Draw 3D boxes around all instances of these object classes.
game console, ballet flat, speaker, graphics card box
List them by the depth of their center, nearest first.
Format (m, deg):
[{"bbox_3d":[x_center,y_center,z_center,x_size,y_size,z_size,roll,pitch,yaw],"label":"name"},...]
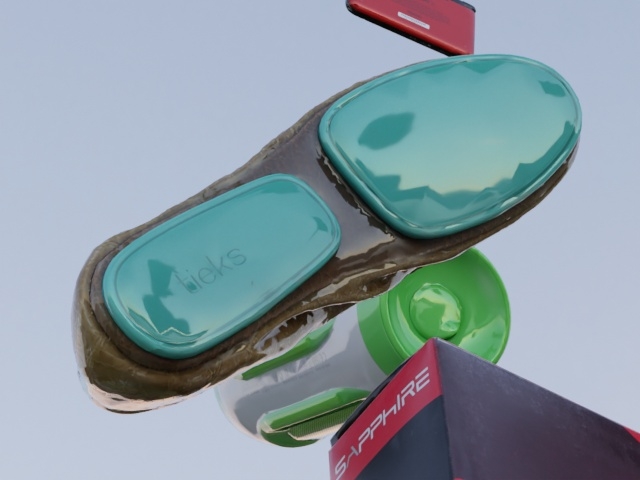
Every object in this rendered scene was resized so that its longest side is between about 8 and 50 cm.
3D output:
[{"bbox_3d":[0.125,0.223,0.623,0.233,0.371,0.094,27,-56,-21],"label":"graphics card box"},{"bbox_3d":[0.000,0.000,0.917,0.342,0.116,0.124,-33,-11,-35],"label":"ballet flat"},{"bbox_3d":[0.023,0.083,1.287,0.131,0.131,0.296,13,-19,-24],"label":"speaker"},{"bbox_3d":[0.078,-0.226,1.723,0.144,0.124,0.085,21,-45,-15],"label":"game console"}]
